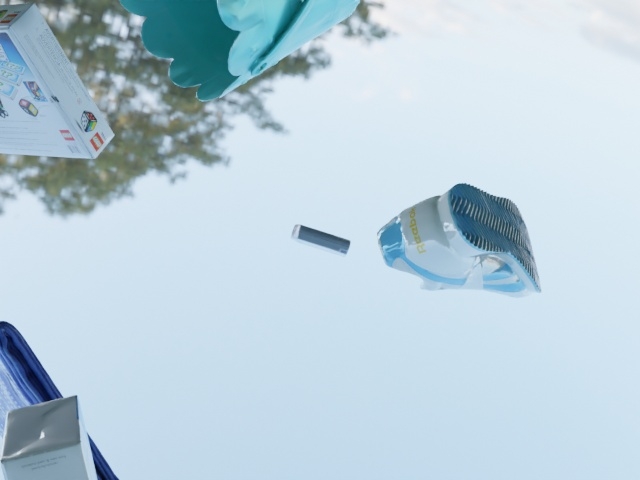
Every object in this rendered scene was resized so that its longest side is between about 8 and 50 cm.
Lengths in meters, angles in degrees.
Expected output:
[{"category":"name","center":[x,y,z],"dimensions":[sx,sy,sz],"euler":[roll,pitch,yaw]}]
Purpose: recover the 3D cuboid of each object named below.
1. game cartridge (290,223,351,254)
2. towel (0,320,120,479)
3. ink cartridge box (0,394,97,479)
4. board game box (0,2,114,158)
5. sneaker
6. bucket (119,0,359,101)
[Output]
[{"category":"game cartridge","center":[0.000,0.000,0.880],"dimensions":[0.056,0.017,0.083],"euler":[14,177,0]},{"category":"towel","center":[-0.336,0.202,1.056],"dimensions":[0.040,0.336,0.243],"euler":[-36,-79,-31]},{"category":"ink cartridge box","center":[-0.200,0.227,0.745],"dimensions":[0.060,0.180,0.104],"euler":[-12,-165,-13]},{"category":"board game box","center":[-0.421,-0.193,1.170],"dimensions":[0.305,0.193,0.053],"euler":[7,-132,32]},{"category":"sneaker","center":[0.139,0.008,0.889],"dimensions":[0.228,0.092,0.087],"euler":[24,-130,-52]},{"category":"bucket","center":[-0.095,-0.305,0.975],"dimensions":[0.183,0.281,0.281],"euler":[-31,-130,-22]}]
